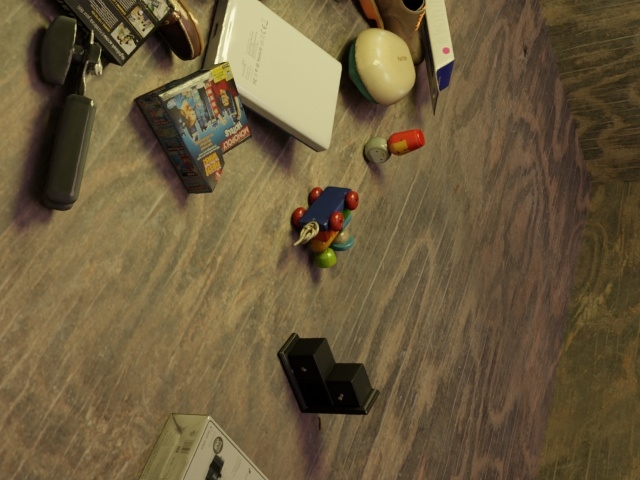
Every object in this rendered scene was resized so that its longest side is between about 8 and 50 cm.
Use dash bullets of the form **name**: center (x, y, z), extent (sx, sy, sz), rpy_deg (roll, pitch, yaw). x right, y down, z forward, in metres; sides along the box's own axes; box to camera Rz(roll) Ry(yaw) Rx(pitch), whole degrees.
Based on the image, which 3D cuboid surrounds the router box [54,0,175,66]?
- **router box**: center (-0.324, -0.377, 1.279), extent (0.133, 0.046, 0.179), rpy_deg (-52, 134, -13)

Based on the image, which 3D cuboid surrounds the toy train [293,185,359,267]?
- **toy train**: center (0.000, 0.000, 1.775), extent (0.248, 0.105, 0.143), rpy_deg (-53, 143, -48)

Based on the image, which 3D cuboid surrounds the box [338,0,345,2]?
- **box**: center (0.122, -0.613, 1.830), extent (0.232, 0.322, 0.059), rpy_deg (2, 81, -58)

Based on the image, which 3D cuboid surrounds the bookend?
- **bookend**: center (0.018, 0.270, 1.698), extent (0.072, 0.157, 0.156), rpy_deg (-50, 128, -50)

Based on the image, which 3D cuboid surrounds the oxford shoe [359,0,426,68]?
- **oxford shoe**: center (0.216, -0.564, 2.153), extent (0.363, 0.132, 0.130), rpy_deg (42, 50, -55)

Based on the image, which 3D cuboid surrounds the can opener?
- **can opener**: center (-0.371, -0.184, 1.220), extent (0.093, 0.074, 0.280), rpy_deg (9, 74, -23)

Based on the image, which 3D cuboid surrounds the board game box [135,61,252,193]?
- **board game box**: center (-0.209, -0.190, 1.469), extent (0.194, 0.060, 0.194), rpy_deg (-40, 122, -47)

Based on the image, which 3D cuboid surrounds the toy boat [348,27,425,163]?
- **toy boat**: center (0.145, -0.352, 2.032), extent (0.267, 0.148, 0.318), rpy_deg (-18, 94, -63)

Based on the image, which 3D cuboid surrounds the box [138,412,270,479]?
- **box**: center (-0.179, 0.441, 1.417), extent (0.290, 0.087, 0.169), rpy_deg (57, 41, -38)

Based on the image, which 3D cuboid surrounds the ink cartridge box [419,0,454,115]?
- **ink cartridge box**: center (0.311, -0.543, 2.271), extent (0.176, 0.069, 0.371), rpy_deg (74, 11, -77)

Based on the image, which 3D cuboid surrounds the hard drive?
- **hard drive**: center (-0.087, -0.336, 1.659), extent (0.318, 0.040, 0.210), rpy_deg (28, 62, -41)

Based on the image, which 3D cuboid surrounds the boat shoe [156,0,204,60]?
- **boat shoe**: center (-0.269, -0.390, 1.401), extent (0.207, 0.073, 0.073), rpy_deg (62, 39, -22)
